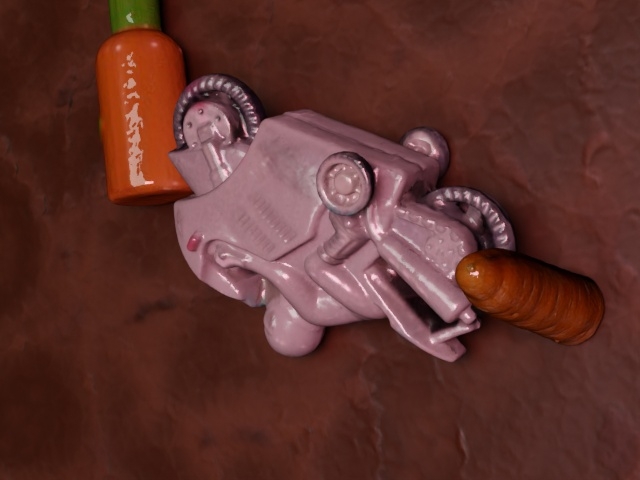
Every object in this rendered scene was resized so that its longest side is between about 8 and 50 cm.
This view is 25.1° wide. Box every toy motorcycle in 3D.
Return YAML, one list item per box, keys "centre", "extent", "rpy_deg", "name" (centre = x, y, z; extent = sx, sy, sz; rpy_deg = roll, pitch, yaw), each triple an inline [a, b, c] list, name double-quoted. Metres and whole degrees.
- centre: [0.000, 0.000, 0.937]
  extent: [0.260, 0.110, 0.171]
  rpy_deg: [26, 116, 23]
  name: "toy motorcycle"

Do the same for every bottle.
- centre: [-0.129, -0.120, 1.041]
  extent: [0.069, 0.069, 0.187]
  rpy_deg: [-11, 79, 31]
  name: "bottle"

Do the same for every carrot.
- centre: [0.116, 0.027, 0.835]
  extent: [0.048, 0.139, 0.048]
  rpy_deg: [-11, 71, 34]
  name: "carrot"
